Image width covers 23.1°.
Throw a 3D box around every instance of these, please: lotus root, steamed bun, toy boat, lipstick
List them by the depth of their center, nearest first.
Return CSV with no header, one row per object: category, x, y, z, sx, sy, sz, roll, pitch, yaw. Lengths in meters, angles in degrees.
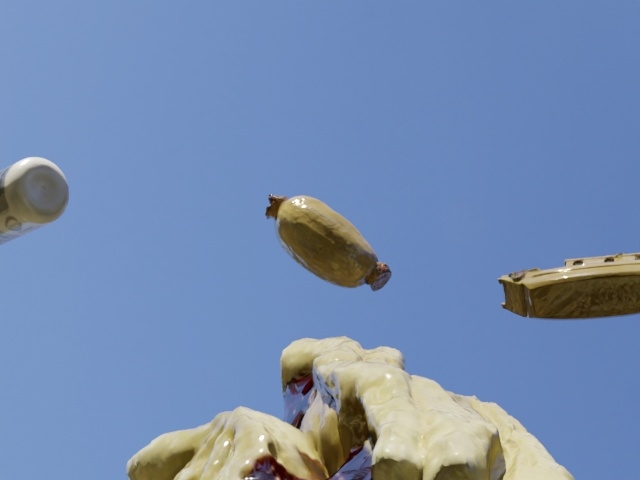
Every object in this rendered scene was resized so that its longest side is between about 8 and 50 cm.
lipstick,-0.195,-0.014,0.904,0.141,0.040,0.040,-18,-81,49
steamed bun,-0.017,0.170,1.000,0.189,0.247,0.428,31,-1,-13
lotus root,0.000,0.000,1.501,0.150,0.073,0.062,35,-92,17
toy boat,0.285,0.047,1.620,0.200,0.077,0.057,-6,-74,12
